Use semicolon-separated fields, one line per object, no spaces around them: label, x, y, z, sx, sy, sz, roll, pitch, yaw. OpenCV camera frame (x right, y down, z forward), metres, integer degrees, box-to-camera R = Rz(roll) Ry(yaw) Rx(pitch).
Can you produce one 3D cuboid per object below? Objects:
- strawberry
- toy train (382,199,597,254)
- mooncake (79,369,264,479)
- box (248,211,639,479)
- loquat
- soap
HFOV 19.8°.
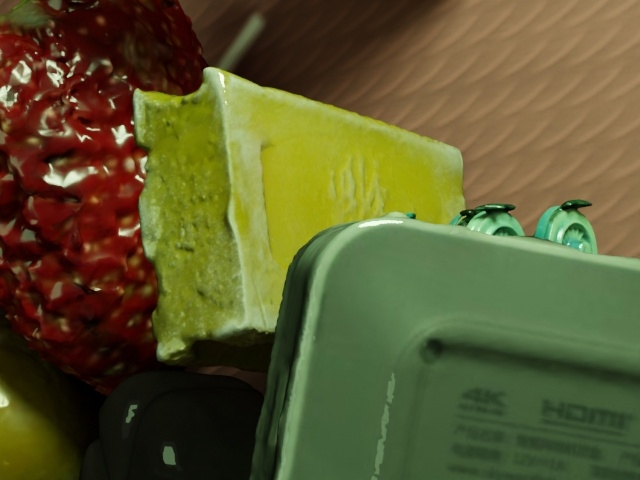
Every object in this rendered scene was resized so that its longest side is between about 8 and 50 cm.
strawberry;-0.178;-0.052;1.532;0.292;0.292;0.343;-32;98;30
toy train;0.122;0.056;1.302;0.112;0.203;0.163;-3;90;42
mooncake;-0.103;0.221;1.441;0.245;0.133;0.245;-14;74;62
box;0.146;0.200;1.159;0.111;0.396;0.396;-174;93;-74
loquat;-0.294;0.169;1.595;0.244;0.244;0.244;-6;80;37
soap;0.000;0.000;1.328;0.091;0.315;0.199;-14;74;34
